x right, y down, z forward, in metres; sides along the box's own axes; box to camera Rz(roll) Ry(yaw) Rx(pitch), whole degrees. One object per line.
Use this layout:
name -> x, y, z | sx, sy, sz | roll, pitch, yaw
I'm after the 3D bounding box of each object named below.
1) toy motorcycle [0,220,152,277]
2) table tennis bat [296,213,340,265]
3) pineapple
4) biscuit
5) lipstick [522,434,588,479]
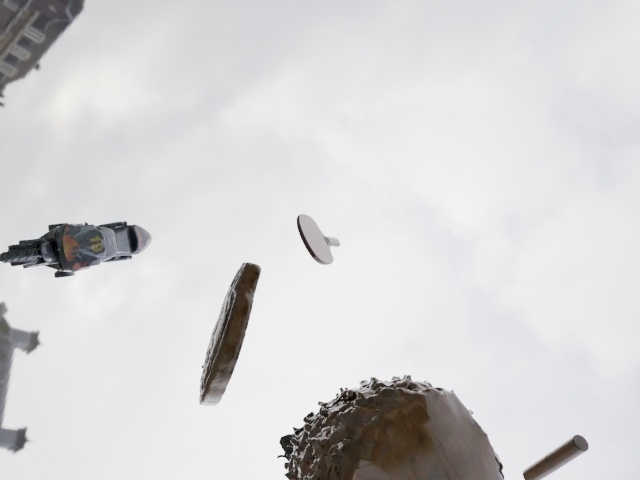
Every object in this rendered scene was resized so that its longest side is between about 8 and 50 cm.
toy motorcycle -> -0.462, 0.013, 1.154 | 0.173, 0.307, 0.108 | -8, -87, 14
table tennis bat -> 0.000, 0.000, 0.932 | 0.013, 0.156, 0.087 | -29, -101, 17
pineapple -> 0.035, 0.252, 0.640 | 0.362, 0.202, 0.202 | 145, -42, -64
biscuit -> -0.166, 0.164, 1.048 | 0.273, 0.049, 0.257 | 125, -19, -56
lipstick -> 0.243, 0.228, 0.616 | 0.094, 0.019, 0.019 | 115, -32, -46
